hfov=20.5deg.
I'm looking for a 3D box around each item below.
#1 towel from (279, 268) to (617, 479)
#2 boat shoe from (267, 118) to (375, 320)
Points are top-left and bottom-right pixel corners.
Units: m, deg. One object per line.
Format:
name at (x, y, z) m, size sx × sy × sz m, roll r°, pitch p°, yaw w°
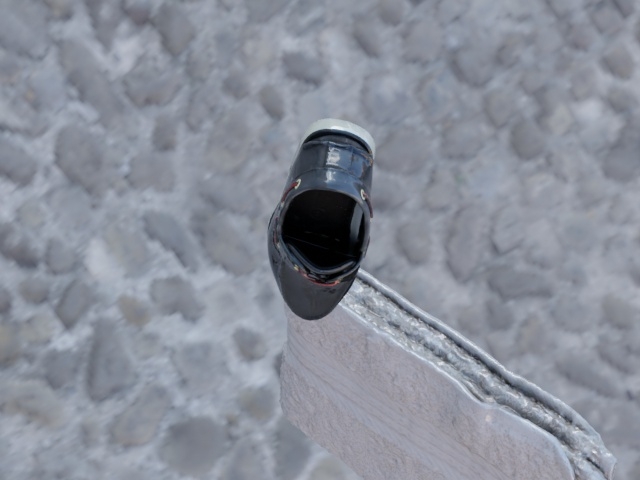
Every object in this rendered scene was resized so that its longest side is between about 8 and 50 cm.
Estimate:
towel at (0.078, 0.136, 1.260) m, size 0.282 × 0.187 × 0.049 m, roll 33°, pitch 53°, yaw 25°
boat shoe at (-0.002, 0.000, 0.833) m, size 0.049 × 0.133 × 0.042 m, roll 11°, pitch 54°, yaw -1°
